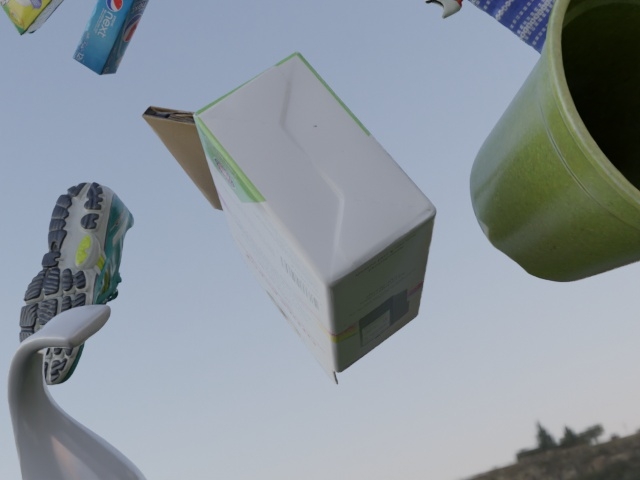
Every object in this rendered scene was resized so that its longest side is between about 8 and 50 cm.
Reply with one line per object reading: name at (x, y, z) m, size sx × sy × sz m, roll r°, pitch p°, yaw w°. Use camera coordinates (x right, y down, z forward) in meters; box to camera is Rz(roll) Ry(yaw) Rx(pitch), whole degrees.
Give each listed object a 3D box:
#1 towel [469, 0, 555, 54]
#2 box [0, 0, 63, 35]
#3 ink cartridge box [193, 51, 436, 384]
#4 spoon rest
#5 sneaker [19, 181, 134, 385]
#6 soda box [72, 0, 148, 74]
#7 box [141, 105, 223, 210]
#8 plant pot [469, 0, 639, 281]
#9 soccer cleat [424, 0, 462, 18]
towel at (0.228, -0.368, 1.066) m, size 0.243 × 0.336 × 0.040 m, roll -56°, pitch -5°, yaw 32°
box at (-0.434, -0.380, 1.401) m, size 0.043 × 0.105 × 0.179 m, roll -38°, pitch 8°, yaw -39°
ink cartridge box at (0.000, 0.000, 0.955) m, size 0.119 × 0.207 × 0.353 m, roll -35°, pitch -19°, yaw -12°
spoon rest at (-0.191, 0.181, 0.761) m, size 0.084 × 0.276 × 0.137 m, roll 5°, pitch 23°, yaw 22°
sneaker at (-0.304, 0.060, 1.233) m, size 0.107 × 0.275 × 0.110 m, roll 1°, pitch -24°, yaw 29°
soda box at (-0.404, -0.433, 1.862) m, size 0.210 × 0.071 × 0.067 m, roll -60°, pitch -8°, yaw 20°
box at (-0.125, -0.095, 1.245) m, size 0.164 × 0.021 × 0.201 m, roll 14°, pitch -28°, yaw 36°
plant pot at (0.272, -0.083, 0.872) m, size 0.276 × 0.276 × 0.254 m, roll -5°, pitch -19°, yaw -20°
soccer cleat at (0.124, -0.283, 1.050) m, size 0.036 × 0.083 × 0.029 m, roll -39°, pitch -6°, yaw 2°
